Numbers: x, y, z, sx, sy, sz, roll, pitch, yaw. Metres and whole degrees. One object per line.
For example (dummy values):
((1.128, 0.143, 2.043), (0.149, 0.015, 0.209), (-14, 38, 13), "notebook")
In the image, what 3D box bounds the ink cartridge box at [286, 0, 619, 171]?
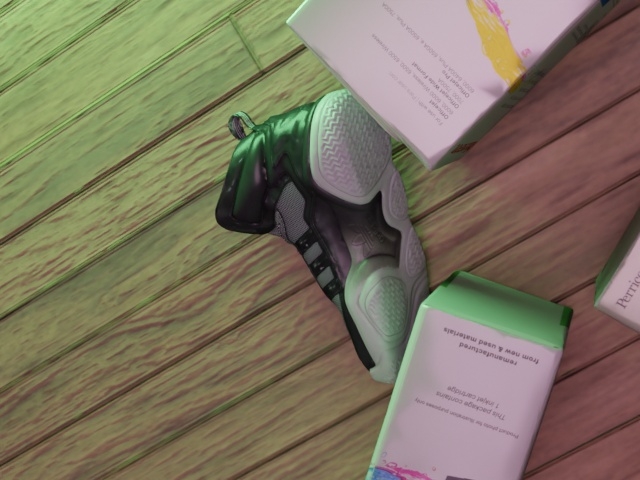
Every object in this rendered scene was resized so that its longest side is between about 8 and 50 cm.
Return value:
((0.122, -0.196, 0.999), (0.168, 0.171, 0.232), (46, 103, 5), "ink cartridge box")

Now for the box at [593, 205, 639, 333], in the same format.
((0.356, 0.041, 0.992), (0.232, 0.127, 0.148), (30, 102, 8), "box")

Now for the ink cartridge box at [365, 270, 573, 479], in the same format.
((0.110, 0.182, 1.026), (0.117, 0.201, 0.278), (19, 100, 11), "ink cartridge box")

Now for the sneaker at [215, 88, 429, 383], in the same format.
((0.000, 0.000, 1.093), (0.153, 0.101, 0.268), (-1, 113, 33), "sneaker")
